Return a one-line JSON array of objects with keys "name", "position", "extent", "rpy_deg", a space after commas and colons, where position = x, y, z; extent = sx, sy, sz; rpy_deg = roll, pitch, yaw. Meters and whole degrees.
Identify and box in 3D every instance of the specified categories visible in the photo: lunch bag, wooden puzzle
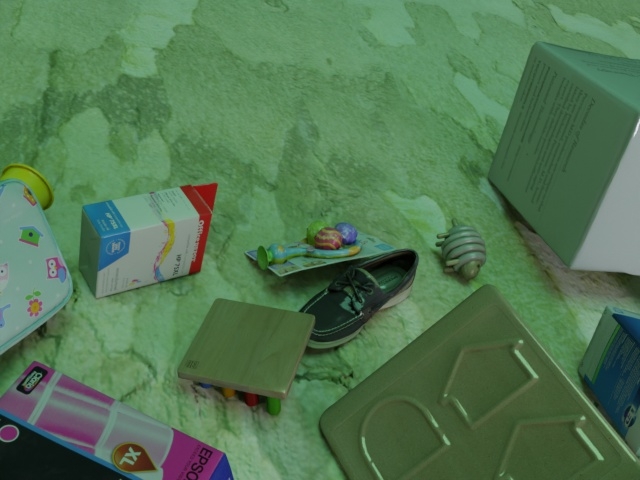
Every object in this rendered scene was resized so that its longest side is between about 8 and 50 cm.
[{"name": "lunch bag", "position": [-0.478, 0.061, 1.014], "extent": [0.108, 0.223, 0.279], "rpy_deg": [2, 29, 37]}, {"name": "wooden puzzle", "position": [0.200, 0.276, 1.022], "extent": [0.080, 0.322, 0.347], "rpy_deg": [40, 13, -50]}]

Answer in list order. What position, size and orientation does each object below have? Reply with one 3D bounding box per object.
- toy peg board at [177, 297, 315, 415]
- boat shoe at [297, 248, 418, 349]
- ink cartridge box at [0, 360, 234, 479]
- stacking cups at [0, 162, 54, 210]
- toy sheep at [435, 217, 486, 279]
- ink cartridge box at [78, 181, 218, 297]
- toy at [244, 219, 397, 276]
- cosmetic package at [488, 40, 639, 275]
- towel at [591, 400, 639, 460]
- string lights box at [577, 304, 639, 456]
[{"name": "toy peg board", "position": [-0.105, 0.178, 1.145], "extent": [0.161, 0.079, 0.161], "rpy_deg": [9, 38, 12]}, {"name": "boat shoe", "position": [0.064, 0.085, 1.286], "extent": [0.285, 0.092, 0.103], "rpy_deg": [-24, 54, -40]}, {"name": "ink cartridge box", "position": [-0.248, 0.300, 0.950], "extent": [0.371, 0.069, 0.175], "rpy_deg": [26, 40, 4]}, {"name": "stacking cups", "position": [-0.520, 0.013, 1.153], "extent": [0.096, 0.096, 0.316], "rpy_deg": [21, 45, 1]}, {"name": "toy sheep", "position": [0.267, 0.014, 1.455], "extent": [0.091, 0.091, 0.132], "rpy_deg": [-1, 63, -23]}, {"name": "ink cartridge box", "position": [-0.258, -0.005, 1.229], "extent": [0.231, 0.134, 0.078], "rpy_deg": [-15, 50, -33]}, {"name": "toy", "position": [0.000, 0.000, 1.349], "extent": [0.237, 0.056, 0.137], "rpy_deg": [-15, 23, -28]}, {"name": "cosmetic package", "position": [0.599, -0.166, 1.546], "extent": [0.330, 0.327, 0.393], "rpy_deg": [4, 30, -18]}, {"name": "towel", "position": [0.469, 0.336, 1.224], "extent": [0.152, 0.023, 0.113], "rpy_deg": [40, 46, 20]}, {"name": "string lights box", "position": [0.502, 0.218, 1.212], "extent": [0.077, 0.133, 0.259], "rpy_deg": [15, 18, -6]}]
